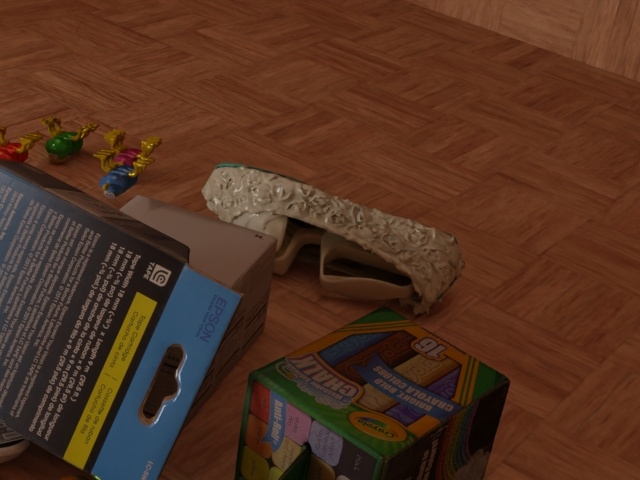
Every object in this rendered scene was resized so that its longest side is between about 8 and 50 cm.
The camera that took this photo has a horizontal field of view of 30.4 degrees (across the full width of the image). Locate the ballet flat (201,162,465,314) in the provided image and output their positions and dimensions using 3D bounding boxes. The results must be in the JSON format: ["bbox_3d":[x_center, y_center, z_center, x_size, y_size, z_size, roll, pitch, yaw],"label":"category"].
[{"bbox_3d":[0.000,0.000,1.679,0.409,0.147,0.147,16,28,13],"label":"ballet flat"}]

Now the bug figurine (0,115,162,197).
[{"bbox_3d":[-0.376,-0.127,1.841,0.279,0.072,0.216,13,21,15],"label":"bug figurine"}]

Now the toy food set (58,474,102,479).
[{"bbox_3d":[-0.227,0.280,1.164,0.132,0.038,0.192,28,33,30],"label":"toy food set"}]

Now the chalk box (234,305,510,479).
[{"bbox_3d":[0.029,0.219,1.214,0.179,0.180,0.289,30,32,32],"label":"chalk box"}]

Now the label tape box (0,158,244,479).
[{"bbox_3d":[-0.251,0.089,1.237,0.333,0.241,0.106,27,5,16],"label":"label tape box"}]

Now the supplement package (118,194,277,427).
[{"bbox_3d":[-0.200,0.080,1.436,0.204,0.145,0.262,17,28,13],"label":"supplement package"}]

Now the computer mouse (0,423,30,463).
[{"bbox_3d":[-0.377,0.196,1.273,0.106,0.042,0.193,-6,26,-36],"label":"computer mouse"}]
